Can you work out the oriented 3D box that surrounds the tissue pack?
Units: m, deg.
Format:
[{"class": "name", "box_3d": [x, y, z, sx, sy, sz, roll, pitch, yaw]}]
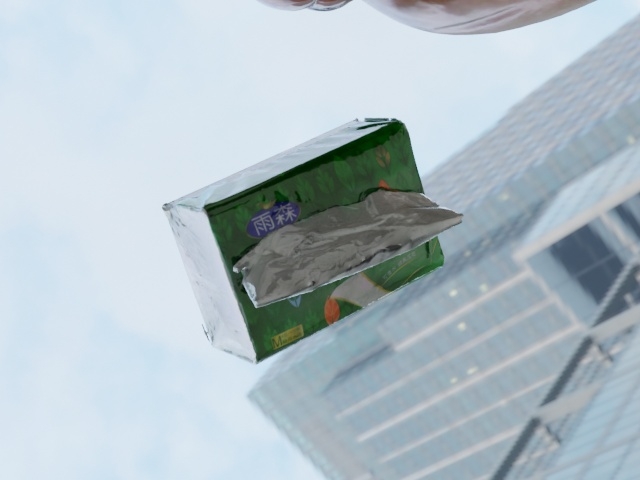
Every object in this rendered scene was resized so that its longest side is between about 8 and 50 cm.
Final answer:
[{"class": "tissue pack", "box_3d": [0.001, -0.002, 1.330, 0.209, 0.156, 0.148, -25, -74, -23]}]

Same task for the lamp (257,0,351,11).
[{"class": "lamp", "box_3d": [-0.020, -0.316, 1.516, 0.187, 0.164, 0.188, -5, -74, -20]}]

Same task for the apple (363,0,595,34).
[{"class": "apple", "box_3d": [0.138, -0.362, 1.252, 0.391, 0.391, 0.346, 62, -166, 7]}]
